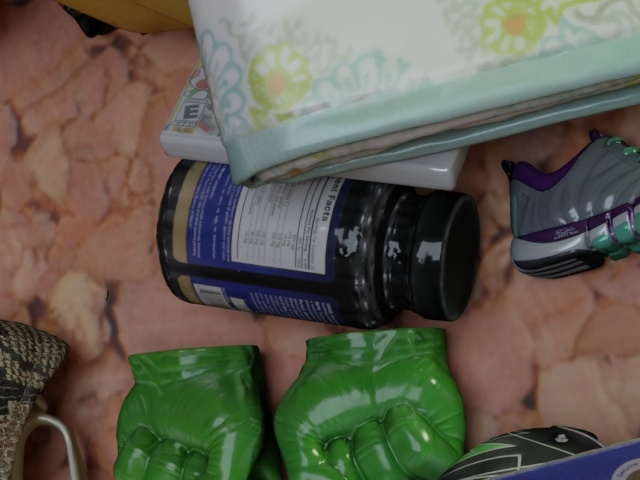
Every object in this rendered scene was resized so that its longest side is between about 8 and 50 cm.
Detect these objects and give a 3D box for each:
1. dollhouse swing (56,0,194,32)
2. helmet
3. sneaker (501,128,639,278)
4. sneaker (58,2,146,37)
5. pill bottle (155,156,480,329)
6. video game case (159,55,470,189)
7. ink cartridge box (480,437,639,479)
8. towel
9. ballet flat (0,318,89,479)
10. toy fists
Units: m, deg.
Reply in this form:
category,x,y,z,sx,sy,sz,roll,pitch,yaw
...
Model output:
category,x,y,z,sx,sy,sz,roll,pitch,yaw
dollhouse swing,-0.226,-0.335,1.264,0.305,0.315,0.347,-13,70,36
helmet,0.146,0.204,1.102,0.169,0.161,0.169,-3,82,20
sneaker,0.233,-0.045,1.147,0.224,0.083,0.098,-15,73,19
sneaker,-0.199,-0.206,1.337,0.170,0.063,0.075,10,81,17
pill bottle,0.000,0.000,1.205,0.219,0.123,0.123,8,86,21
video game case,0.019,-0.133,1.212,0.227,0.026,0.206,7,54,22
ink cartridge box,0.167,0.278,1.012,0.324,0.330,0.071,-20,34,23
towel,0.087,-0.227,1.106,0.374,0.090,0.320,-13,79,3
ballet flat,-0.254,0.296,1.252,0.182,0.164,0.483,4,79,-9
toy fists,-0.028,0.146,1.213,0.279,0.096,0.142,-7,83,18
